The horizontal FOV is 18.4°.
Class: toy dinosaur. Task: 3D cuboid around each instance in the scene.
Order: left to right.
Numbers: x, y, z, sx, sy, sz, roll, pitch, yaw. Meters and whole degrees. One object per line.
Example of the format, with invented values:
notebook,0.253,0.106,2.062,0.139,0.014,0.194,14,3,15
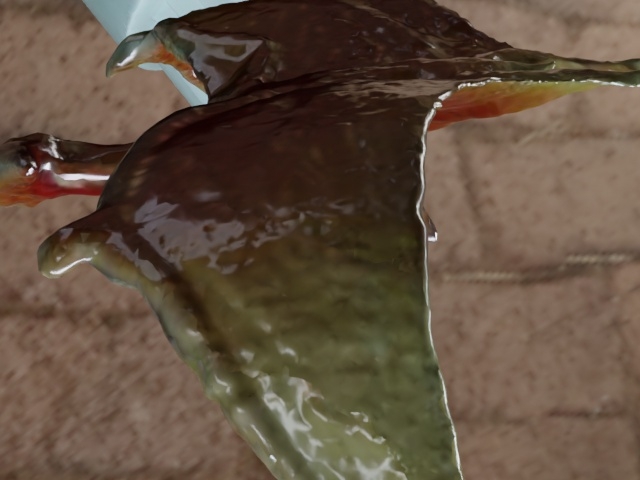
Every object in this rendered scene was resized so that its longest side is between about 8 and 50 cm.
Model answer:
toy dinosaur,0.009,0.000,0.534,0.206,0.327,0.113,-18,106,-22

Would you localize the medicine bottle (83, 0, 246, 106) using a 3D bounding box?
medicine bottle,-0.086,-0.204,0.901,0.158,0.158,0.318,-29,75,-36
